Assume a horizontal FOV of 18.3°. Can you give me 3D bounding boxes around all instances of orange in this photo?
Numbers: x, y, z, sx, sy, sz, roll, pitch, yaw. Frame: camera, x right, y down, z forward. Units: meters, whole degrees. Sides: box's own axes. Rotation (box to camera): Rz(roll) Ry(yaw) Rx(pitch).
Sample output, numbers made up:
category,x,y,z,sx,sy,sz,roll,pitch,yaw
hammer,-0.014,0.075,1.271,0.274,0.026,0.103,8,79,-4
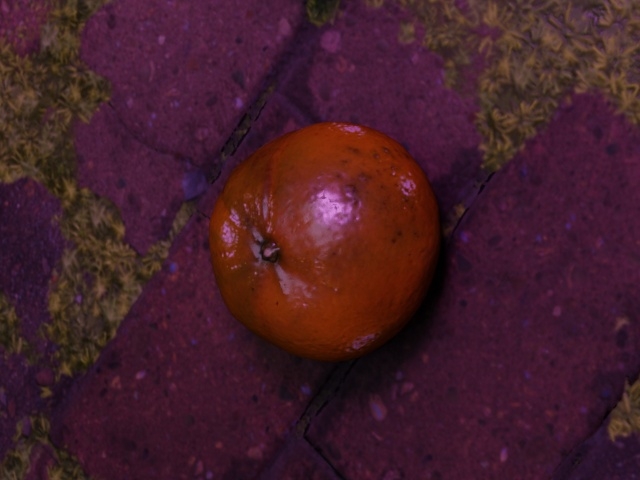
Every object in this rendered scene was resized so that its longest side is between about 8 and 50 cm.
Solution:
category,x,y,z,sx,sy,sz,roll,pitch,yaw
orange,0.000,0.000,1.922,0.240,0.171,0.240,1,92,32
